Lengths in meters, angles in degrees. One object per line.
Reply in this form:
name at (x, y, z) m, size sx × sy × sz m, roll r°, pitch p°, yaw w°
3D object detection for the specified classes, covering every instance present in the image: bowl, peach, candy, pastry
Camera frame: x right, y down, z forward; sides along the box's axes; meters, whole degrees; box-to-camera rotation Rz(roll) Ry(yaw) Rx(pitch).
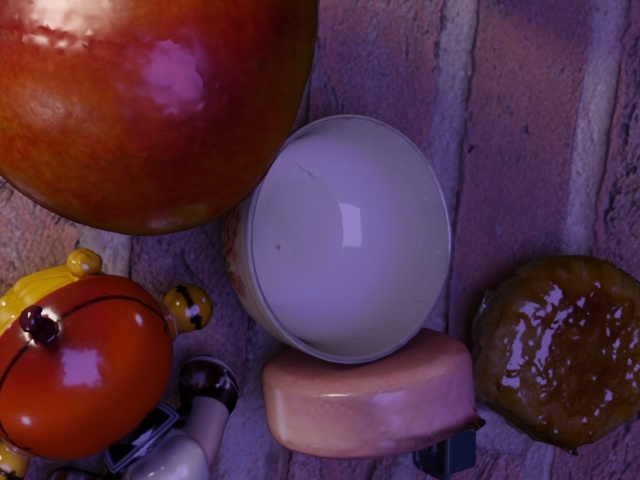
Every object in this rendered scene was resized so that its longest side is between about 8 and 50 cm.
bowl at (0.000, 0.000, 1.766) m, size 0.277 × 0.145 × 0.277 m, roll 1°, pitch 88°, yaw -36°
peach at (-0.192, -0.190, 1.566) m, size 0.388 × 0.388 × 0.388 m, roll -4°, pitch 103°, yaw -19°
candy at (0.062, 0.170, 1.784) m, size 0.255 × 0.255 × 0.094 m, roll -11°, pitch 104°, yaw -17°
pastry at (0.299, 0.132, 1.935) m, size 0.257 × 0.121 × 0.236 m, roll 32°, pitch 86°, yaw -20°

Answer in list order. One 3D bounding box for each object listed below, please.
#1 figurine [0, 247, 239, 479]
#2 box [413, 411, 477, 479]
figurine at (-0.246, 0.157, 1.701) m, size 0.320 × 0.196 × 0.323 m, roll -42°, pitch 122°, yaw -8°
box at (0.156, 0.240, 1.933) m, size 0.054 × 0.074 × 0.099 m, roll -7°, pitch 104°, yaw -32°
